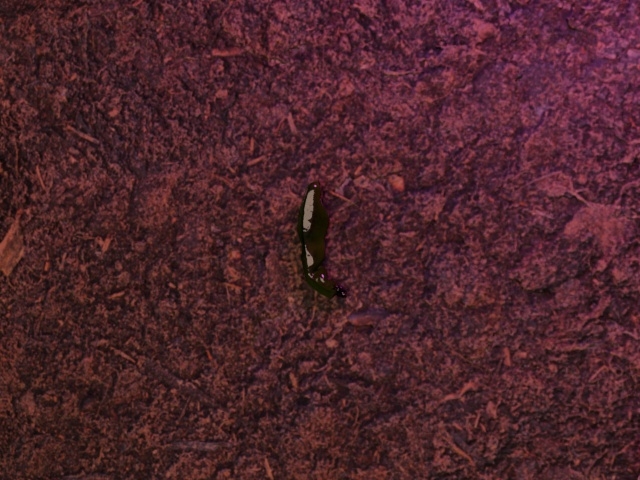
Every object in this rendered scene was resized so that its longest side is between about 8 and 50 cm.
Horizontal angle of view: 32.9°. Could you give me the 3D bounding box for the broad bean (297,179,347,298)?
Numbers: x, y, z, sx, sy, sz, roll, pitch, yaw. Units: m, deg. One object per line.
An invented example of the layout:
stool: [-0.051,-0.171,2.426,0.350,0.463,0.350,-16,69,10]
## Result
broad bean: [-0.007,0.004,1.741,0.061,0.046,0.195,-13,95,8]

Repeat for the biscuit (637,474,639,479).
biscuit: [0.530,0.266,1.521,0.084,0.179,0.281,37,98,34]
